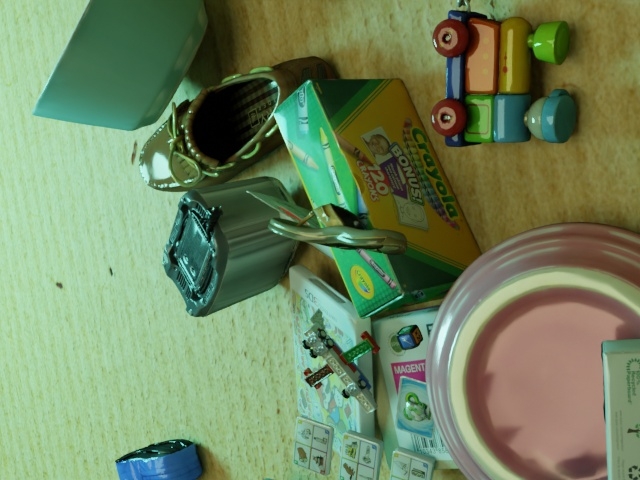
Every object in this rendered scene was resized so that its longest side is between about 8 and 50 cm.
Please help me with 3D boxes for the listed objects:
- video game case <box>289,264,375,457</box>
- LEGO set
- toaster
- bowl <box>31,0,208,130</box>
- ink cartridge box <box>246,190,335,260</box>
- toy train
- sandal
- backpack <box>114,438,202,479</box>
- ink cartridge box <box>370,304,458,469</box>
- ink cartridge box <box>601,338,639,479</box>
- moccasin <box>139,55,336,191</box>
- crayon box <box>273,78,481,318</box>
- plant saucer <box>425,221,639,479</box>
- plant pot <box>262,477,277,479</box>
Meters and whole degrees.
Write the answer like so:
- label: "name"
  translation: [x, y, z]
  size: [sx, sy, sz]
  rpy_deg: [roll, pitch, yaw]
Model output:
- label: "video game case"
  translation: [0.014, 0.169, 1.401]
  size: [0.206, 0.026, 0.226]
  rpy_deg: [-145, 47, -60]
- label: "LEGO set"
  translation: [0.061, 0.191, 1.279]
  size: [0.183, 0.060, 0.244]
  rpy_deg: [15, 120, 21]
- label: "toaster"
  translation: [-0.119, -0.001, 1.470]
  size: [0.129, 0.146, 0.227]
  rpy_deg: [56, 145, 25]
- label: "bowl"
  translation: [-0.273, -0.283, 1.537]
  size: [0.311, 0.163, 0.311]
  rpy_deg: [-54, 19, 28]
- label: "ink cartridge box"
  translation: [0.000, 0.000, 1.350]
  size: [0.145, 0.179, 0.045]
  rpy_deg: [33, 101, 37]
- label: "toy train"
  translation: [0.207, -0.225, 1.166]
  size: [0.143, 0.105, 0.248]
  rpy_deg: [7, 102, 34]
- label: "sandal"
  translation: [0.022, -0.016, 1.172]
  size: [0.180, 0.072, 0.049]
  rpy_deg: [6, 85, 42]
- label: "backpack"
  translation: [-0.251, 0.375, 1.728]
  size: [0.120, 0.098, 0.101]
  rpy_deg: [-19, 92, 32]
- label: "ink cartridge box"
  translation: [0.169, 0.171, 1.274]
  size: [0.235, 0.088, 0.193]
  rpy_deg: [-16, 87, 46]
- label: "ink cartridge box"
  translation: [0.429, 0.170, 0.967]
  size: [0.333, 0.065, 0.165]
  rpy_deg: [-2, 96, 14]
- label: "moccasin"
  translation: [-0.143, -0.150, 1.489]
  size: [0.380, 0.147, 0.139]
  rpy_deg: [-12, 89, 46]
- label: "crayon box"
  translation: [0.073, -0.056, 1.276]
  size: [0.081, 0.165, 0.278]
  rpy_deg: [-35, 72, 42]
- label: "plant saucer"
  translation: [0.262, 0.147, 1.100]
  size: [0.332, 0.084, 0.332]
  rpy_deg: [1, 93, 22]
- label: "plant pot"
  translation: [-0.048, 0.491, 1.398]
  size: [0.248, 0.252, 0.247]
  rpy_deg: [7, 101, 31]
